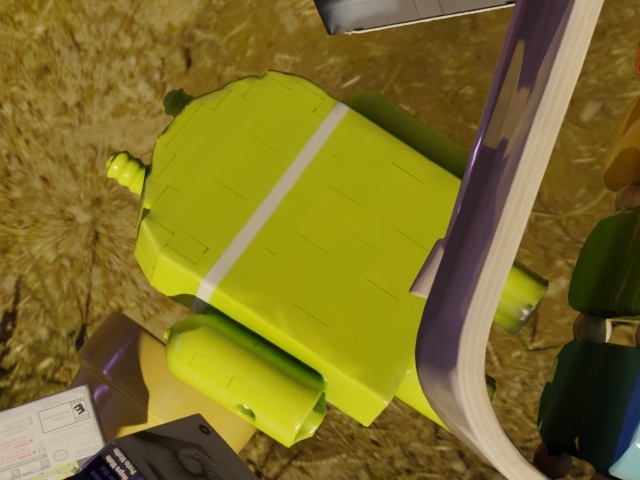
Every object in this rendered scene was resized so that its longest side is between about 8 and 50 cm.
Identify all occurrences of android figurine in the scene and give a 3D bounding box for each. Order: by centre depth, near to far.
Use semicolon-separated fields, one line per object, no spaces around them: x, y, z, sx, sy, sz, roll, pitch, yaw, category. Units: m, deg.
0.000;0.000;0.671;0.273;0.056;0.248;31;58;3;android figurine

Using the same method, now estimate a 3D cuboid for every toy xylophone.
0.110;-0.054;0.397;0.081;0.236;0.322;20;95;0;toy xylophone

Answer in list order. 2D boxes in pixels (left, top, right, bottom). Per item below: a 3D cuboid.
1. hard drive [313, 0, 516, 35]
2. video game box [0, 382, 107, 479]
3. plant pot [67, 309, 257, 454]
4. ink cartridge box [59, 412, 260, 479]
0.156;-0.333;1.114;0.064;0.237;0.339;64;36;-32;hard drive
-0.330;0.281;1.215;0.205;0.048;0.187;-17;76;-8;video game box
-0.254;0.260;1.443;0.254;0.254;0.239;42;76;-10;plant pot
-0.104;0.263;0.980;0.223;0.224;0.045;45;108;15;ink cartridge box
